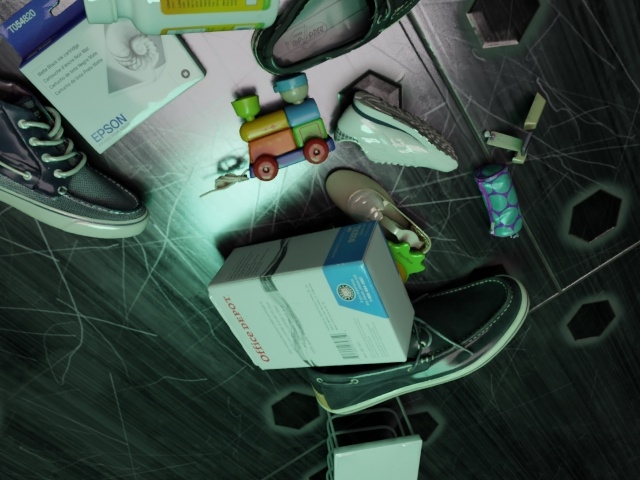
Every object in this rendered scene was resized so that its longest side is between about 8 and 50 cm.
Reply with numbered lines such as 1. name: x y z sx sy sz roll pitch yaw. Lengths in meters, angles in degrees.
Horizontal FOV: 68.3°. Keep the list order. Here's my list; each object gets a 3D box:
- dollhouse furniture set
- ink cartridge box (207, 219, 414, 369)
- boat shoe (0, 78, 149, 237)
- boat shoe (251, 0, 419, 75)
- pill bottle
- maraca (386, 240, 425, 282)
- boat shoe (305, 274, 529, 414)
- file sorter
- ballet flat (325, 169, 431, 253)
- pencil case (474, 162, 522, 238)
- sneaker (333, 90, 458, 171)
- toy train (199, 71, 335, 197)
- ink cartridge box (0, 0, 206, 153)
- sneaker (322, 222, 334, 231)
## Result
1. dollhouse furniture set: 0.366 -0.219 0.896 0.081 0.091 0.114 22 89 23
2. ink cartridge box: -0.012 0.110 0.862 0.307 0.129 0.223 -11 122 26
3. boat shoe: -0.422 -0.129 0.729 0.341 0.127 0.158 21 122 -18
4. boat shoe: 0.049 -0.356 0.710 0.340 0.113 0.127 -25 119 3
5. pill bottle: -0.188 -0.349 0.626 0.246 0.136 0.136 -14 119 -22
6. maraca: 0.118 0.060 0.928 0.127 0.099 0.186 30 132 -28
7. boat shoe: 0.189 0.201 0.981 0.500 0.187 0.156 -27 124 10
8. file sorter: 0.111 0.522 1.131 0.193 0.173 0.277 -5 118 -9
9. ballet flat: 0.117 -0.046 0.898 0.248 0.086 0.086 34 107 -23
10. pencil case: 0.352 -0.077 0.933 0.070 0.064 0.151 -33 118 -11
11. sneaker: 0.140 -0.175 0.846 0.235 0.090 0.095 24 123 -16
12. toy train: -0.113 -0.174 0.785 0.248 0.105 0.143 -19 111 0
13. ink cartridge box: -0.330 -0.284 0.718 0.223 0.045 0.224 -34 117 8
14. sneaker: 0.000 0.000 0.928 0.035 0.031 0.083 21 111 -19
